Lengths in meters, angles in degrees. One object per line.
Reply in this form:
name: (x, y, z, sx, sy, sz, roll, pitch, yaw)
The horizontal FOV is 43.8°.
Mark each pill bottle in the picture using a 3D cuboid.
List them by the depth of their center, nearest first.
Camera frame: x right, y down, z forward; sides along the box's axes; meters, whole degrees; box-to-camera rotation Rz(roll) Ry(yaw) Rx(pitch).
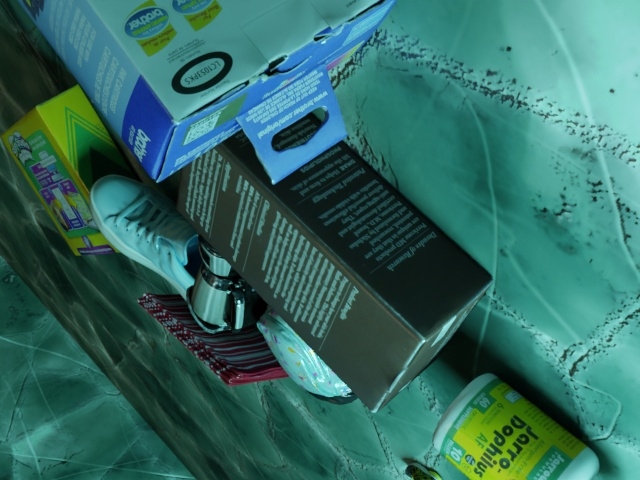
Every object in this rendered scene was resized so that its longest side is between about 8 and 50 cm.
pill bottle: (0.242, 0.259, 0.917, 0.208, 0.118, 0.117, 38, 149, 27)

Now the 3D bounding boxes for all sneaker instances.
sneaker: (0.160, 0.382, 1.276, 0.083, 0.035, 0.031, -2, 120, 58)
sneaker: (-0.246, -0.008, 1.367, 0.366, 0.135, 0.150, 38, 150, 5)

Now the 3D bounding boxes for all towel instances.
towel: (-0.172, 0.167, 1.416, 0.275, 0.199, 0.031, 34, 107, 33)

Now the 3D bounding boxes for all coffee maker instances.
coffee maker: (-0.108, 0.030, 1.168, 0.120, 0.171, 0.178, 38, 139, 18)

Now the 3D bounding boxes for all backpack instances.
backpack: (-0.010, 0.152, 1.180, 0.152, 0.115, 0.182, 13, 139, 47)

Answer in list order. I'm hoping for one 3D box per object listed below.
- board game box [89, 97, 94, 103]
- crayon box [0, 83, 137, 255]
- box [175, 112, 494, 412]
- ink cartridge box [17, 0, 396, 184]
board game box: (-0.346, -0.311, 1.253, 0.243, 0.042, 0.165, 3, 124, 56)
crayon box: (-0.498, -0.128, 1.633, 0.363, 0.106, 0.313, -4, 118, 58)
box: (0.000, 0.000, 0.962, 0.381, 0.143, 0.191, 46, 146, 17)
ink cartridge box: (-0.116, -0.245, 0.723, 0.395, 0.270, 0.151, 53, 156, 2)
